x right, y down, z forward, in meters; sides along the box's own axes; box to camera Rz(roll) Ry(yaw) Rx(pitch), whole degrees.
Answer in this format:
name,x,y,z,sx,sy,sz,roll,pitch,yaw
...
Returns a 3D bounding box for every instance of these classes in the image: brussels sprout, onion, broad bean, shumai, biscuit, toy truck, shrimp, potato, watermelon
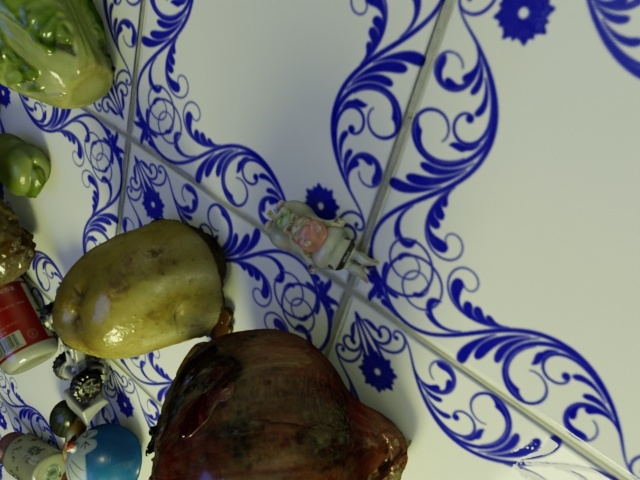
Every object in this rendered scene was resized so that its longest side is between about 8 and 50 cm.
name,x,y,z,sx,sy,sz,roll,pitch,yaw
brussels sprout,-0.460,-0.338,1.030,0.219,0.210,0.271,-37,97,20
onion,-0.080,0.290,0.844,0.353,0.353,0.354,15,114,36
broad bean,-0.613,-0.152,1.308,0.174,0.082,0.124,23,119,44
shumai,-0.772,-0.043,1.323,0.346,0.217,0.283,13,132,12
biscuit,-0.170,0.143,1.078,0.082,0.016,0.092,-3,103,40
toy truck,-0.484,0.231,1.307,0.136,0.111,0.286,22,120,44
shrimp,-0.210,0.294,1.026,0.051,0.262,0.198,2,117,8
potato,-0.309,0.091,1.039,0.285,0.242,0.242,-3,103,41
shrimp,-0.518,0.424,1.436,0.049,0.161,0.166,16,78,14
watermelon,-0.587,0.414,1.481,0.078,0.078,0.111,44,128,19

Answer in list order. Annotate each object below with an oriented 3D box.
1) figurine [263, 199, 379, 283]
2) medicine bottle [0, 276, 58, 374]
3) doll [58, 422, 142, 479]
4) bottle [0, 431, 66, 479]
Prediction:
name,x,y,z,sx,sy,sz,roll,pitch,yaw
figurine,-0.006,0.008,0.841,0.146,0.098,0.081,32,111,29
medicine bottle,-0.711,0.172,1.462,0.131,0.131,0.250,-38,79,41
doll,-0.471,0.502,1.349,0.161,0.215,0.257,20,111,-9
bottle,-0.747,0.561,1.643,0.233,0.110,0.110,10,111,37
